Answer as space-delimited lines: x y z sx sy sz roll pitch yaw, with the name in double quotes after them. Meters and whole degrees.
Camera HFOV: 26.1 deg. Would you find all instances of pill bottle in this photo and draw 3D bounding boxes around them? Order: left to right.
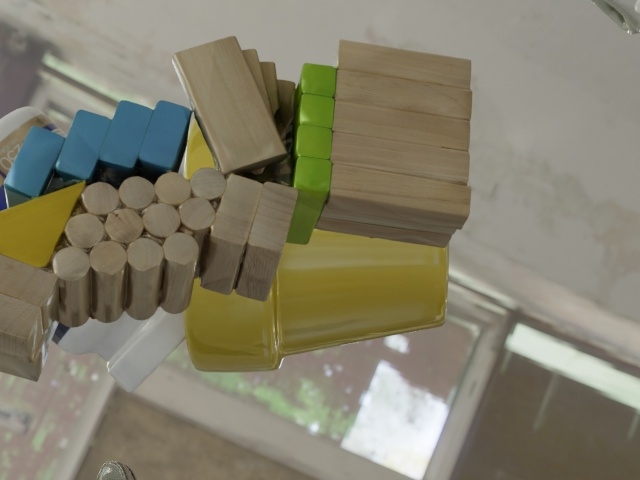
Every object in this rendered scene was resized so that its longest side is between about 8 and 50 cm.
-0.232 0.012 1.314 0.264 0.153 0.153 43 -16 -2 "pill bottle"

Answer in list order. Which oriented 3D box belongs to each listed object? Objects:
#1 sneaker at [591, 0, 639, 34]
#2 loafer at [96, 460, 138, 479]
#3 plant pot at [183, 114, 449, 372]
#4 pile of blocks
0.302 -0.251 1.155 0.292 0.169 0.108 7 24 -36 "sneaker"
-0.175 0.239 1.153 0.045 0.125 0.039 -18 -35 17 "loafer"
0.000 0.000 1.314 0.239 0.254 0.254 1 -17 3 "plant pot"
-0.079 -0.022 0.826 0.362 0.149 0.113 -16 -19 -15 "pile of blocks"
